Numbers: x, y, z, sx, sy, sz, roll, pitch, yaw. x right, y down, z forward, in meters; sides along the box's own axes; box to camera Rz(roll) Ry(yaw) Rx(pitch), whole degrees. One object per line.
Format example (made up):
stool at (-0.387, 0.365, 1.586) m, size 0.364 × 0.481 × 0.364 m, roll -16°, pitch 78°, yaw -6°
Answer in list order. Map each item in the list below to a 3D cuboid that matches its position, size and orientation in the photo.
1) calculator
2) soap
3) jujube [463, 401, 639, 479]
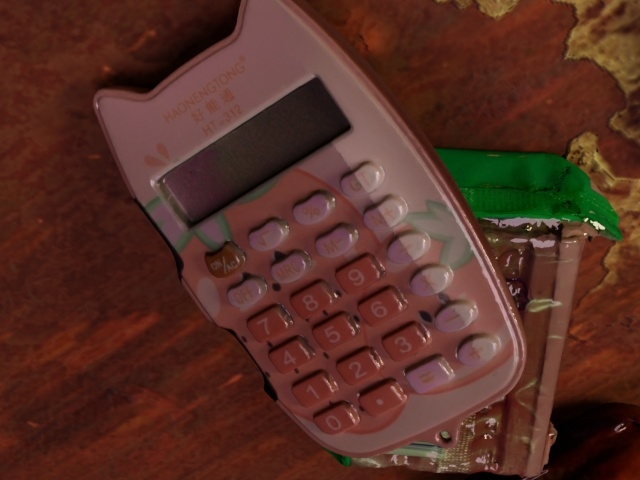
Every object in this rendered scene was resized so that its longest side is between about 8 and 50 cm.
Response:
calculator at (0.000, 0.000, 1.081) m, size 0.220 × 0.048 × 0.330 m, roll -29°, pitch 96°, yaw 32°
soap at (0.093, 0.063, 1.193) m, size 0.217 × 0.098 × 0.273 m, roll 2°, pitch 132°, yaw 0°
jujube at (0.187, 0.264, 1.314) m, size 0.197 × 0.197 × 0.290 m, roll 33°, pitch 110°, yaw -26°
